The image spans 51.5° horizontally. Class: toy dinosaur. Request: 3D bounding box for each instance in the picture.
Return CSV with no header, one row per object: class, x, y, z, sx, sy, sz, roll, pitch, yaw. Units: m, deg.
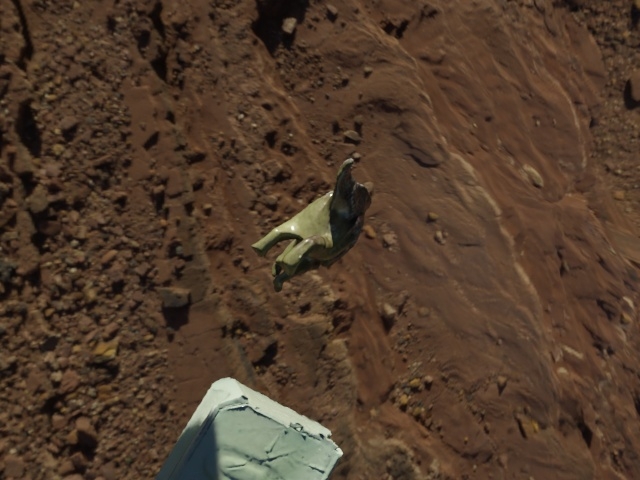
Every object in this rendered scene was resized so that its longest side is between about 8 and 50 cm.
toy dinosaur,-0.005,-0.005,0.869,0.162,0.294,0.077,-36,85,-14

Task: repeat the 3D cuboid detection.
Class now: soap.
soap,-0.103,0.283,0.693,0.150,0.094,0.261,31,91,-18
